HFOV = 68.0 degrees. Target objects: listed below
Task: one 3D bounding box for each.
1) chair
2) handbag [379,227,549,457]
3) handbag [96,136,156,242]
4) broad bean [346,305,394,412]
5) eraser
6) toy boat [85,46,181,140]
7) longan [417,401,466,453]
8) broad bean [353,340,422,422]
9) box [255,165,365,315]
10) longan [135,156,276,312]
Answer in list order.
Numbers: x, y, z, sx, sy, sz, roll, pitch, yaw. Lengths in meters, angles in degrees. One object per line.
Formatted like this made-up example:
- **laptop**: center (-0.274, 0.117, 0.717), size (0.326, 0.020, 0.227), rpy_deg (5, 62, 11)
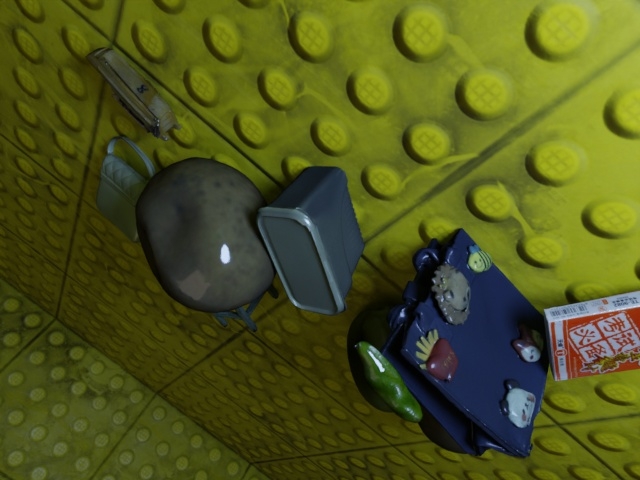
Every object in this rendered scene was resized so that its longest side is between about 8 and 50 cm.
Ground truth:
- **chair**: center (-0.245, 0.102, 1.261), size (0.136, 0.147, 0.270), rpy_deg (2, 133, 35)
- **handbag**: center (0.270, 0.175, 0.845), size (0.329, 0.303, 0.122), rpy_deg (47, 139, -14)
- **handbag**: center (-0.466, -0.134, 1.169), size (0.256, 0.079, 0.219), rpy_deg (34, 119, 33)
- **broad bean**: center (0.146, 0.277, 1.140), size (0.238, 0.119, 0.291), rpy_deg (51, 146, 45)
- **eraser**: center (0.506, 0.158, 0.800), size (0.230, 0.038, 0.157), rpy_deg (-14, 123, 15)
- **toy boat**: center (-0.396, -0.307, 1.003), size (0.226, 0.068, 0.088), rpy_deg (46, 146, -16)
- **longan**: center (0.333, 0.375, 1.079), size (0.246, 0.215, 0.246), rpy_deg (12, 168, 3)
- **broad bean**: center (0.113, 0.235, 0.745), size (0.061, 0.046, 0.195), rpy_deg (17, 147, 53)
- **box**: center (0.000, 0.000, 0.952), size (0.138, 0.178, 0.274), rpy_deg (8, 135, 30)
- **longan**: center (-0.232, -0.012, 0.991), size (0.350, 0.288, 0.288), rpy_deg (65, 150, 25)
